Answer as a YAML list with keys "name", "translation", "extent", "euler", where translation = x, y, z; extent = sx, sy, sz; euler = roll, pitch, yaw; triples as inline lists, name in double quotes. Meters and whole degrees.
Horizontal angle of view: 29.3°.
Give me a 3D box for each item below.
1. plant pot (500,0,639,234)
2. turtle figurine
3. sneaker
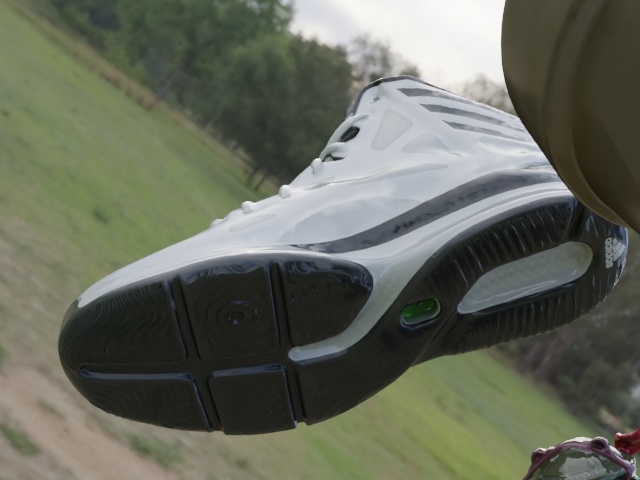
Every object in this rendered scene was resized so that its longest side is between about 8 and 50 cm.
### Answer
- name: "plant pot"
  translation: [0.289, -0.058, 0.592]
  extent: [0.323, 0.323, 0.280]
  euler: [37, 23, -46]
- name: "turtle figurine"
  translation: [0.182, 0.194, 0.839]
  extent: [0.234, 0.175, 0.118]
  euler: [-3, 67, -64]
- name: "sneaker"
  translation: [0.001, 0.001, 1.029]
  extent: [0.257, 0.447, 0.169]
  euler: [-113, -169, -55]
